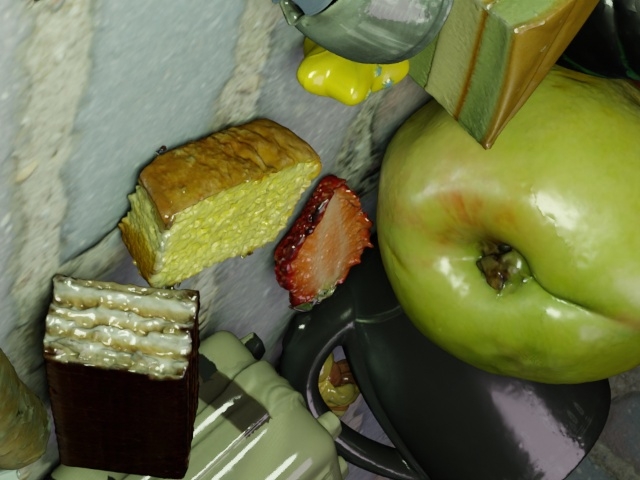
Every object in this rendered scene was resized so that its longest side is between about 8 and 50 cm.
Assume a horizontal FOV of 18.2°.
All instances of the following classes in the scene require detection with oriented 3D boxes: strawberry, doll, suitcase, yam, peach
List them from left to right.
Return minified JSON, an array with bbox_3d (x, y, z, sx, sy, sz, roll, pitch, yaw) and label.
[{"bbox_3d":[-0.238,0.095,1.312,0.067,0.071,0.317,-10,162,1],"label":"yam"},{"bbox_3d":[-0.129,0.270,1.797,0.339,0.194,0.351,-41,163,-10],"label":"suitcase"},{"bbox_3d":[-0.002,-0.002,1.739,0.104,0.048,0.152,-28,143,-32],"label":"strawberry"},{"bbox_3d":[0.028,-0.162,1.413,0.135,0.071,0.113,-46,147,-27],"label":"doll"},{"bbox_3d":[0.202,-0.015,1.749,0.281,0.314,0.315,-51,-178,23],"label":"peach"}]

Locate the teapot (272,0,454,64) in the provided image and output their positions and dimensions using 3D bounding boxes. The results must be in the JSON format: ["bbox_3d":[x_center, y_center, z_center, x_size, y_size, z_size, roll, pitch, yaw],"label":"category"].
[{"bbox_3d":[0.028,-0.183,1.261,0.108,0.111,0.149,1,137,-51],"label":"teapot"}]

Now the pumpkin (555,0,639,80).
[{"bbox_3d":[0.283,-0.246,1.609,0.248,0.248,0.248,-42,164,-15],"label":"pumpkin"}]

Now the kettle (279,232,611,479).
[{"bbox_3d":[0.105,0.123,1.968,0.268,0.207,0.290,-38,123,6],"label":"kettle"}]

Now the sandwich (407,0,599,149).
[{"bbox_3d":[0.153,-0.186,1.551,0.144,0.117,0.187,-38,161,-20],"label":"sandwich"}]

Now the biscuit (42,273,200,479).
[{"bbox_3d":[-0.146,0.105,1.477,0.252,0.106,0.070,97,0,-65],"label":"biscuit"}]

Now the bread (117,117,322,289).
[{"bbox_3d":[-0.078,-0.029,1.439,0.187,0.065,0.103,-30,159,-50],"label":"bread"}]

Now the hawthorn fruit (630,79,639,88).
[{"bbox_3d":[0.317,-0.041,2.067,0.311,0.295,0.295,-34,160,-28],"label":"hawthorn fruit"}]

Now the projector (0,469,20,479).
[{"bbox_3d":[-0.296,0.202,1.441,0.115,0.061,0.147,-52,163,25],"label":"projector"}]

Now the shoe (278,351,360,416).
[{"bbox_3d":[0.003,0.137,2.046,0.109,0.072,0.069,37,105,-29],"label":"shoe"}]
